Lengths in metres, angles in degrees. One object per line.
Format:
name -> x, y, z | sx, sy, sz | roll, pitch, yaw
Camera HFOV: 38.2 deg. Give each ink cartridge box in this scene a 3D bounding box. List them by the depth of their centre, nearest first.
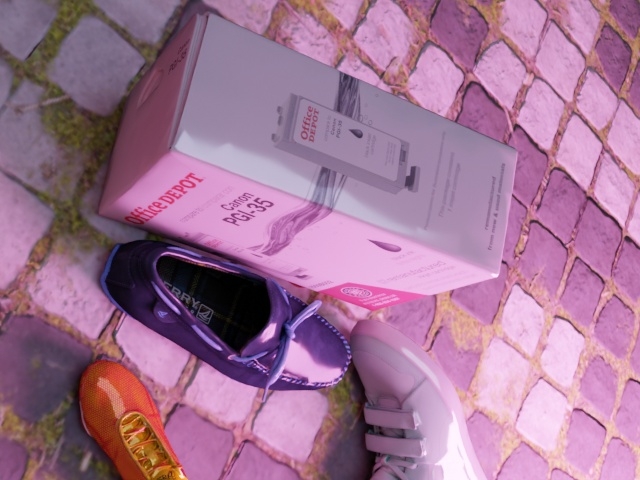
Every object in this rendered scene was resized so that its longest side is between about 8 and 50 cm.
ink cartridge box -> -0.016, -0.047, 0.763 | 0.283, 0.207, 0.117 | 20, 70, -22

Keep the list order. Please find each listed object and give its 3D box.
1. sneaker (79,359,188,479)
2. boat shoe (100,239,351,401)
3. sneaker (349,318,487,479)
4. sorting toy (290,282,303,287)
sneaker -> -0.141, 0.174, 0.758 | 0.064, 0.067, 0.175 | -32, 103, -34
boat shoe -> -0.068, 0.078, 0.811 | 0.258, 0.089, 0.109 | 22, 72, -34
sneaker -> 0.068, 0.212, 0.899 | 0.151, 0.094, 0.256 | -35, 105, -32
sorting toy -> 0.000, 0.000, 0.902 | 0.061, 0.042, 0.102 | 30, 67, -32
